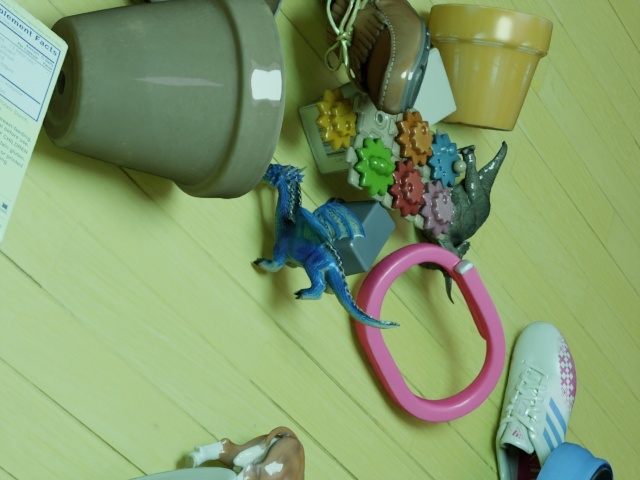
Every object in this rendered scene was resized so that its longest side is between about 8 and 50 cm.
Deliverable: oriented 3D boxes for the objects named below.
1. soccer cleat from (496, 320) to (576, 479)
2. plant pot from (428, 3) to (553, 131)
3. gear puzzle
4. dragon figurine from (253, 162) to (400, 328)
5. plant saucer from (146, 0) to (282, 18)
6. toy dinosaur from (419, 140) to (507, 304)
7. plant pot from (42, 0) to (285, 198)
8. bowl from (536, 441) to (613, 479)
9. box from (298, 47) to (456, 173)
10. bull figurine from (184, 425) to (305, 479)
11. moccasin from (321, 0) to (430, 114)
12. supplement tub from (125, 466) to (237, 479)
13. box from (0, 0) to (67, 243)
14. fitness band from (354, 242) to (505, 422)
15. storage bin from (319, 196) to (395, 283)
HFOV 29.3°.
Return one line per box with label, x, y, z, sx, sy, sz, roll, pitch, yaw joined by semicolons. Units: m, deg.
soccer cleat;0.362;0.295;2.083;0.143;0.116;0.331;21;69;-52
plant pot;0.271;-0.283;2.043;0.205;0.205;0.188;4;96;-49
gear puzzle;0.109;-0.135;1.779;0.339;0.044;0.175;29;64;-44
dragon figurine;0.000;0.000;1.653;0.085;0.289;0.144;-6;126;-48
plant saucer;-0.166;-0.406;1.649;0.311;0.050;0.310;13;73;-48
toy dinosaur;0.222;-0.054;2.014;0.313;0.121;0.160;-57;137;-44
plant pot;-0.200;-0.183;1.443;0.229;0.263;0.263;1;82;-32
bowl;0.394;0.529;2.006;0.391;0.077;0.391;-36;132;-54
box;0.093;-0.201;1.879;0.275;0.094;0.113;-33;109;-48
bull figurine;-0.083;0.394;1.559;0.188;0.101;0.310;9;77;-47
moccasin;0.063;-0.299;1.730;0.147;0.139;0.380;7;39;-15
supplement tub;-0.161;0.439;1.350;0.241;0.241;0.331;-14;94;-50
box;-0.385;-0.100;1.186;0.117;0.214;0.243;39;48;-38
fitness band;0.170;0.143;1.864;0.209;0.054;0.291;-34;114;-14
storage bin;0.041;-0.008;1.786;0.098;0.091;0.135;57;45;-26
